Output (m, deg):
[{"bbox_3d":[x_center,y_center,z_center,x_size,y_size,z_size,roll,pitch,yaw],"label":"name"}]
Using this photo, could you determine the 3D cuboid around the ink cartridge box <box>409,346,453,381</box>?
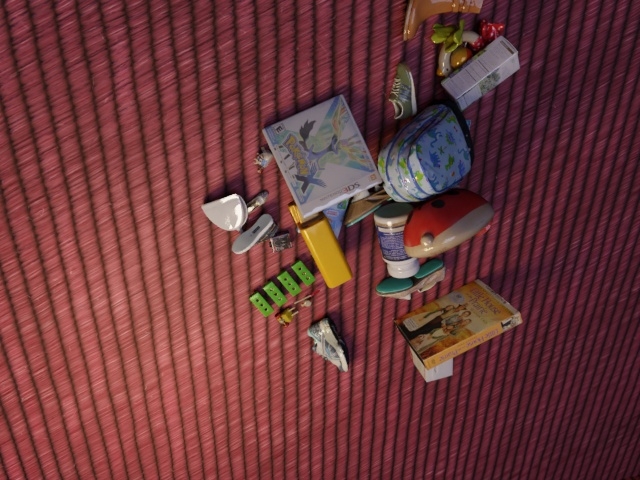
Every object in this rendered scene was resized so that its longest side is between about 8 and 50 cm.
[{"bbox_3d":[0.483,0.506,2.021,0.127,0.176,0.128,-11,116,-10],"label":"ink cartridge box"}]

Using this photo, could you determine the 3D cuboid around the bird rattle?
[{"bbox_3d":[0.491,-0.653,1.572,0.253,0.143,0.207,-6,127,-27],"label":"bird rattle"}]

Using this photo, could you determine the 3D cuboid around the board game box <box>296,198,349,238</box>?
[{"bbox_3d":[0.014,-0.120,1.698,0.160,0.039,0.211,9,112,-18],"label":"board game box"}]

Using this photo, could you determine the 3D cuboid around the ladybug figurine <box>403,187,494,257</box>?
[{"bbox_3d":[0.420,-0.070,1.566,0.305,0.449,0.162,-27,90,31],"label":"ladybug figurine"}]

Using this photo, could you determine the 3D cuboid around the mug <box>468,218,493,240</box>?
[{"bbox_3d":[0.575,-0.090,1.811,0.169,0.113,0.150,29,62,-20],"label":"mug"}]

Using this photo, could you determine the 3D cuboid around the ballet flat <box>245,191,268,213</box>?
[{"bbox_3d":[-0.229,-0.129,1.628,0.114,0.041,0.041,-36,117,2],"label":"ballet flat"}]

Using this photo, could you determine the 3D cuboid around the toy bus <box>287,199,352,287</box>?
[{"bbox_3d":[0.000,0.000,1.652,0.108,0.130,0.332,-26,118,-2],"label":"toy bus"}]

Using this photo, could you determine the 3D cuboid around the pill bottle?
[{"bbox_3d":[0.300,0.001,1.763,0.153,0.153,0.264,-18,116,-7],"label":"pill bottle"}]

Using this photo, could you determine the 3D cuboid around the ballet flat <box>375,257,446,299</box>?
[{"bbox_3d":[0.379,0.182,1.896,0.316,0.107,0.106,-21,124,-4],"label":"ballet flat"}]

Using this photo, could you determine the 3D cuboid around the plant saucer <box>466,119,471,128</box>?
[{"bbox_3d":[0.516,-0.360,1.739,0.067,0.018,0.192,-1,114,-15],"label":"plant saucer"}]

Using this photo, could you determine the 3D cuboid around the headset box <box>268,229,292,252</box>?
[{"bbox_3d":[-0.151,0.004,1.712,0.083,0.032,0.062,-16,116,-10],"label":"headset box"}]

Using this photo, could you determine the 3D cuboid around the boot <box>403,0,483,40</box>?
[{"bbox_3d":[0.394,-0.748,1.458,0.220,0.109,0.283,20,94,1],"label":"boot"}]

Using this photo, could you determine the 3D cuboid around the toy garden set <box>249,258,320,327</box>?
[{"bbox_3d":[-0.123,0.212,1.805,0.244,0.049,0.204,-36,115,2],"label":"toy garden set"}]

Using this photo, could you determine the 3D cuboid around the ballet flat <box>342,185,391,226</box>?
[{"bbox_3d":[0.211,-0.180,1.692,0.342,0.116,0.124,-29,97,3],"label":"ballet flat"}]

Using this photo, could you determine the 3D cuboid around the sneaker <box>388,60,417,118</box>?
[{"bbox_3d":[0.273,-0.507,1.581,0.086,0.064,0.192,-24,120,-9],"label":"sneaker"}]

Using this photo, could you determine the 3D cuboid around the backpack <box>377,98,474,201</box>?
[{"bbox_3d":[0.355,-0.278,1.549,0.355,0.273,0.290,-29,112,-15],"label":"backpack"}]

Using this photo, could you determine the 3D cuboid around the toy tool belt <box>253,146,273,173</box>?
[{"bbox_3d":[-0.201,-0.275,1.572,0.051,0.052,0.083,37,98,6],"label":"toy tool belt"}]

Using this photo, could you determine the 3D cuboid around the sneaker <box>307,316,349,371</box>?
[{"bbox_3d":[0.036,0.444,1.933,0.122,0.110,0.283,-19,115,13],"label":"sneaker"}]

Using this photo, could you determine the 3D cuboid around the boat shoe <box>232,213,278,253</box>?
[{"bbox_3d":[-0.227,-0.010,1.645,0.183,0.065,0.083,-43,151,-3],"label":"boat shoe"}]

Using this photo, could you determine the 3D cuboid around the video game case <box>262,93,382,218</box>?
[{"bbox_3d":[0.008,-0.283,1.547,0.300,0.036,0.329,-25,91,-5],"label":"video game case"}]

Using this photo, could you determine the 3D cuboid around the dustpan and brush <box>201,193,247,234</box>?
[{"bbox_3d":[-0.306,-0.064,1.628,0.147,0.060,0.211,-17,116,14],"label":"dustpan and brush"}]

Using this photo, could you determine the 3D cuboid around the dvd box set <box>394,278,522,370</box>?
[{"bbox_3d":[0.551,0.332,1.892,0.420,0.307,0.062,-25,115,-2],"label":"dvd box set"}]

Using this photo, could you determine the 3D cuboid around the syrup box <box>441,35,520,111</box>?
[{"bbox_3d":[0.536,-0.555,1.544,0.237,0.096,0.093,-37,153,15],"label":"syrup box"}]
